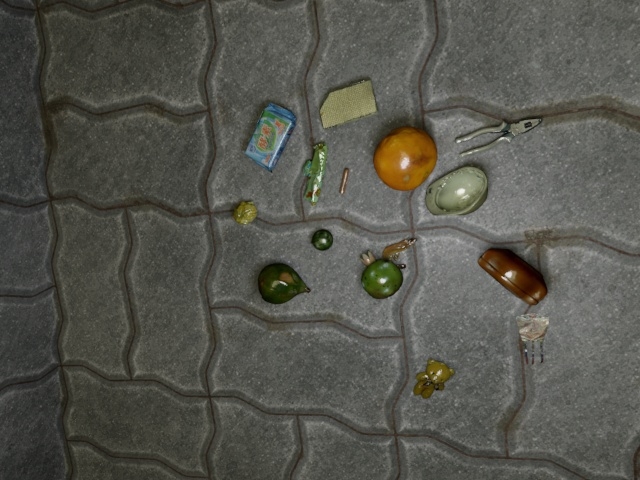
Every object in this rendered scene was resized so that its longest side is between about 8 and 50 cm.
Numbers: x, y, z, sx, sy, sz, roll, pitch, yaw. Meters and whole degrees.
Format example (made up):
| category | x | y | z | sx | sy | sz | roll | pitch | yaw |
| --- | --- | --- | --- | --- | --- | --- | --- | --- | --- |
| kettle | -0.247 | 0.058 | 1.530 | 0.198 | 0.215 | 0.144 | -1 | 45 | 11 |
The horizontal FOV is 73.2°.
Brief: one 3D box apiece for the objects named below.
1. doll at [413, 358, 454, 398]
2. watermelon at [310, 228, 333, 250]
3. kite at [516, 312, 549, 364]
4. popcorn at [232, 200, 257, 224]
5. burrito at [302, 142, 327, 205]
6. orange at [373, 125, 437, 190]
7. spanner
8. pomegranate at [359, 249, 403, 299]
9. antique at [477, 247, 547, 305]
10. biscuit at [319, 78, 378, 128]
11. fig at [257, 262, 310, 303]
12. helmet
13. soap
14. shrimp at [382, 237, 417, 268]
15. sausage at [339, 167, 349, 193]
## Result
| category | x | y | z | sx | sy | sz | roll | pitch | yaw |
| --- | --- | --- | --- | --- | --- | --- | --- | --- | --- |
| doll | 0.500 | 0.635 | 1.933 | 0.137 | 0.097 | 0.209 | 26 | 111 | 5 |
| watermelon | 0.005 | 0.000 | 1.966 | 0.109 | 0.109 | 0.108 | 3 | 100 | 16 |
| kite | 0.904 | 0.418 | 1.820 | 0.127 | 0.016 | 0.229 | -6 | 97 | 20 |
| popcorn | -0.363 | -0.130 | 2.048 | 0.121 | 0.106 | 0.116 | 1 | 109 | 16 |
| burrito | -0.034 | -0.305 | 1.953 | 0.104 | 0.054 | 0.287 | 17 | 105 | 15 |
| orange | 0.341 | -0.328 | 1.732 | 0.261 | 0.261 | 0.261 | 3 | 100 | 16 |
| spanner | 0.709 | -0.422 | 1.723 | 0.325 | 0.040 | 0.095 | -16 | 95 | 19 |
| pomegranate | 0.254 | 0.146 | 1.889 | 0.187 | 0.187 | 0.225 | -41 | 60 | 18 |
| antique | 0.762 | 0.130 | 1.703 | 0.278 | 0.223 | 0.129 | 43 | 107 | 22 |
| biscuit | 0.116 | -0.583 | 1.862 | 0.252 | 0.052 | 0.150 | -14 | 91 | 16 |
| fig | -0.170 | 0.210 | 2.026 | 0.245 | 0.195 | 0.195 | 17 | 106 | -23 |
| helmet | 0.575 | -0.175 | 1.756 | 0.258 | 0.137 | 0.204 | -21 | 56 | 34 |
| soap | -0.229 | -0.470 | 1.967 | 0.156 | 0.077 | 0.293 | 30 | 106 | 9 |
| shrimp | 0.364 | 0.063 | 1.907 | 0.178 | 0.034 | 0.124 | -25 | 95 | 20 |
| sausage | 0.107 | -0.266 | 1.931 | 0.026 | 0.026 | 0.116 | 15 | 102 | 13 |
